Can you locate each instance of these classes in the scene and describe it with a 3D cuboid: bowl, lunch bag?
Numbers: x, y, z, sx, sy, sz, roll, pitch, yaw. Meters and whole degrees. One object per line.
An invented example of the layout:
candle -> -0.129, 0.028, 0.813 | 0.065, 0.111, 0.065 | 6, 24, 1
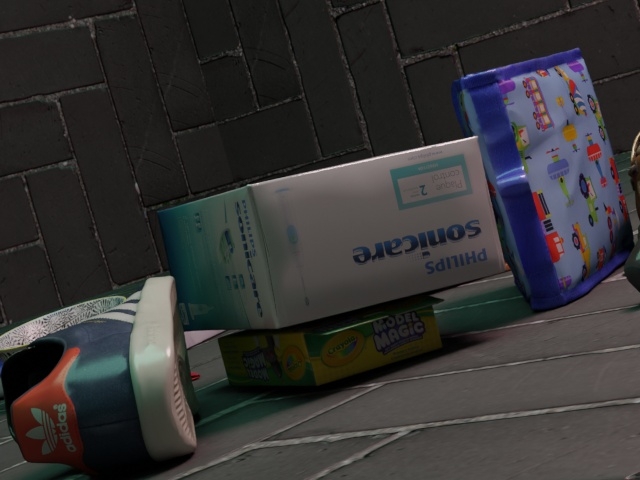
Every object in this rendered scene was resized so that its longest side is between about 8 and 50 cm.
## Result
bowl -> -0.298, 0.132, 2.003 | 0.170, 0.080, 0.170 | -18, 10, 3
lunch bag -> 0.206, -0.060, 1.607 | 0.138, 0.221, 0.293 | -16, 3, 13

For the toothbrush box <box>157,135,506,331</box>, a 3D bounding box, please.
toothbrush box -> 0.000, 0.000, 1.519 | 0.216, 0.126, 0.295 | -13, 2, -19

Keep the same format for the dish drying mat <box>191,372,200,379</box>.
dish drying mat -> -0.152, 0.144, 1.776 | 0.032, 0.008, 0.083 | -16, 3, -19

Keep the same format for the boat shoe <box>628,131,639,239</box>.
boat shoe -> 0.381, -0.066, 1.754 | 0.122, 0.120, 0.324 | -15, 3, 13

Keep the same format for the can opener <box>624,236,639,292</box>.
can opener -> 0.359, -0.055, 1.409 | 0.283, 0.095, 0.076 | -56, 21, -22

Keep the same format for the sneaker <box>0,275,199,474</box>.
sneaker -> -0.182, 0.110, 1.388 | 0.148, 0.131, 0.350 | -12, 3, -2

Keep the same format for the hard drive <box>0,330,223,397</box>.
hard drive -> -0.295, 0.146, 2.186 | 0.319, 0.040, 0.210 | -14, 4, 25

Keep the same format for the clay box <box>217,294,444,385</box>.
clay box -> 0.011, 0.090, 1.484 | 0.127, 0.053, 0.222 | -15, 3, -25

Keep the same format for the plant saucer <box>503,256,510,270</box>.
plant saucer -> 0.209, 0.027, 1.970 | 0.083, 0.013, 0.083 | -16, 4, 1
